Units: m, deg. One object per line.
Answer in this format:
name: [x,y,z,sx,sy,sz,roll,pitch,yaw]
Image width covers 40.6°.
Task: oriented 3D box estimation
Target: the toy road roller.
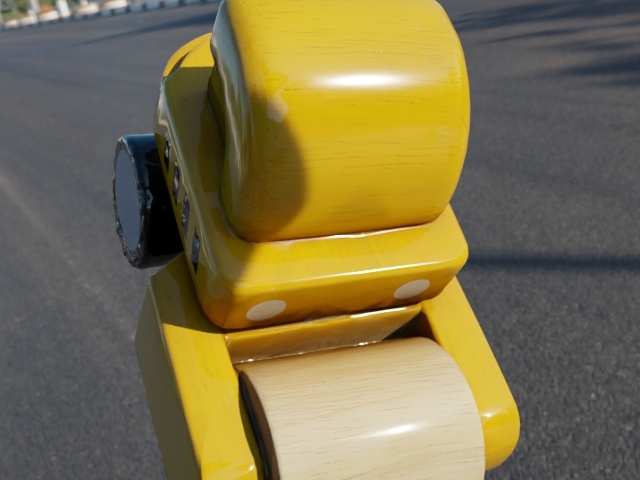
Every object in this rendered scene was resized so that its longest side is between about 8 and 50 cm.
toy road roller: [0.000,0.000,0.524,0.203,0.240,0.329,-7,59,-24]
